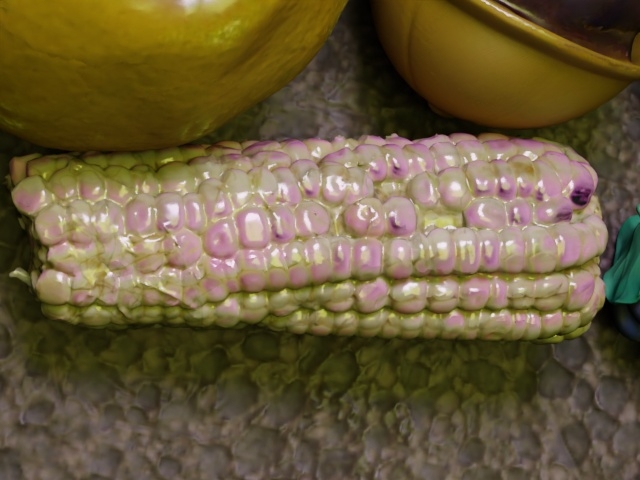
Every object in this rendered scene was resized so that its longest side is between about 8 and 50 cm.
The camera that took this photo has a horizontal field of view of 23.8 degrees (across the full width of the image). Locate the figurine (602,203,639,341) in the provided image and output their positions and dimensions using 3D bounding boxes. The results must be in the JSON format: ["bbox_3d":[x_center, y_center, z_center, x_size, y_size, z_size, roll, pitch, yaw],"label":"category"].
[{"bbox_3d":[0.233,0.064,0.917,0.102,0.111,0.195,-19,95,-2],"label":"figurine"}]

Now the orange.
[{"bbox_3d":[-0.103,-0.180,0.746,0.279,0.235,0.279,0,92,-16],"label":"orange"}]

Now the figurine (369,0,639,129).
[{"bbox_3d":[0.147,-0.163,0.829,0.257,0.192,0.167,-29,76,25],"label":"figurine"}]

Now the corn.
[{"bbox_3d":[0.000,-0.002,0.825,0.335,0.126,0.127,0,85,-18],"label":"corn"}]
